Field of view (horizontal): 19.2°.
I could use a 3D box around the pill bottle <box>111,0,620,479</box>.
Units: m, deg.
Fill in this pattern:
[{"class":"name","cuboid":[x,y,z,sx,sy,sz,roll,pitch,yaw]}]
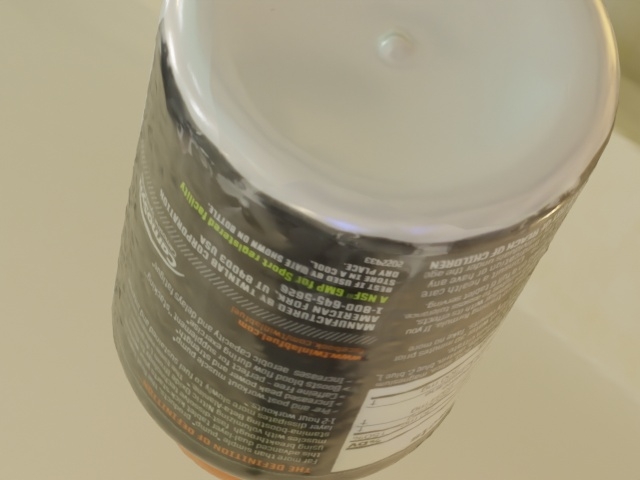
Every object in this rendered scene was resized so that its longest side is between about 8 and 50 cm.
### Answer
[{"class":"pill bottle","cuboid":[0.000,0.000,0.615,0.130,0.246,0.130,5,-119,-9]}]
